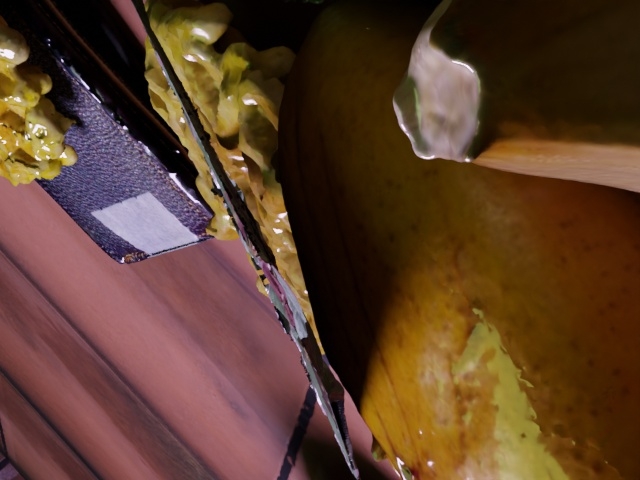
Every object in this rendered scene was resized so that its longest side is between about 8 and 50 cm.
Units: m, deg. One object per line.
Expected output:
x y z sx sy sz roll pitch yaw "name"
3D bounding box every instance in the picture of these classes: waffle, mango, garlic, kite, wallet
0.000 0.000 0.881 0.302 0.068 0.325 40 165 52 "waffle"
0.102 0.045 0.676 0.199 0.201 0.350 -27 92 30 "mango"
0.138 -0.054 0.517 0.206 0.128 0.115 22 111 2 "garlic"
-0.026 0.006 0.700 0.268 0.013 0.323 -125 10 -67 "kite"
-0.177 -0.101 1.125 0.262 0.071 0.221 53 154 -10 "wallet"
-0.265 -0.133 1.068 0.238 0.059 0.243 56 153 -15 "waffle"

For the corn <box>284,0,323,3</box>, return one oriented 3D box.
-0.007 -0.159 0.635 0.123 0.122 0.305 21 176 -29 "corn"
